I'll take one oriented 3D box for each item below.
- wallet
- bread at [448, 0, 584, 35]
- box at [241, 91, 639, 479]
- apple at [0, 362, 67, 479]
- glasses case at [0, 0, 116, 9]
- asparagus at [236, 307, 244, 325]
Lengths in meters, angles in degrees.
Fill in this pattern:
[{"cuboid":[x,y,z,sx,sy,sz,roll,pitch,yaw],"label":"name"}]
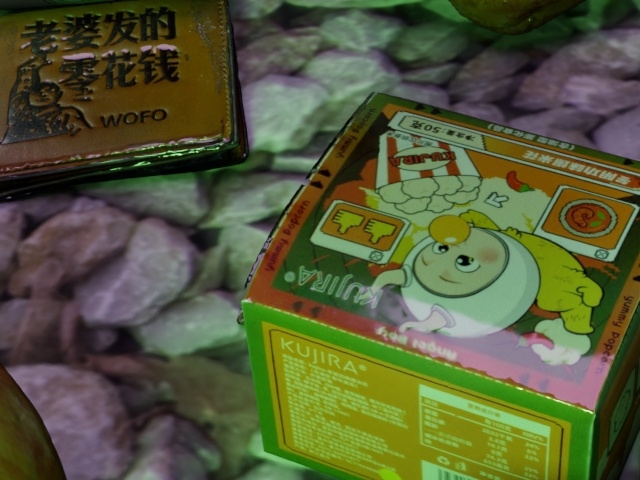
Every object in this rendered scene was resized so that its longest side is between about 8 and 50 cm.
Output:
[{"cuboid":[-0.150,-0.103,1.139,0.195,0.042,0.161,-6,46,-1],"label":"wallet"},{"cuboid":[0.229,-0.248,1.217,0.344,0.084,0.124,-30,61,-23],"label":"bread"},{"cuboid":[0.085,0.040,0.909,0.195,0.148,0.177,17,51,21],"label":"box"},{"cuboid":[-0.266,0.154,0.784,0.309,0.250,0.277,4,59,38],"label":"apple"},{"cuboid":[-0.214,-0.205,1.189,0.316,0.076,0.123,-2,5,7],"label":"glasses case"},{"cuboid":[0.000,0.000,1.047,0.013,0.016,0.166,45,57,-1],"label":"asparagus"}]
